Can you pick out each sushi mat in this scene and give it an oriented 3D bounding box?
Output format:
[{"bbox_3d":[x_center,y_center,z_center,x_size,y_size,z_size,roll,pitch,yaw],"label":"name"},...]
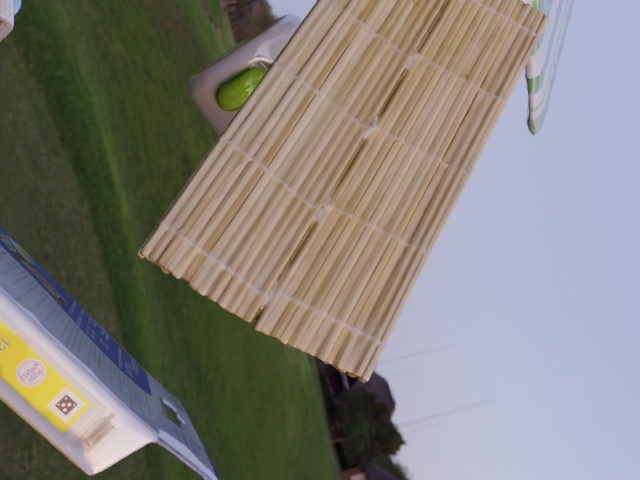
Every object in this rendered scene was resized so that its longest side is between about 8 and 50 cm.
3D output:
[{"bbox_3d":[0.032,-0.077,0.456,0.316,0.151,0.019,-59,-177,-23],"label":"sushi mat"}]

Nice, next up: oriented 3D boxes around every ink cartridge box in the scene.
[{"bbox_3d":[-0.237,0.104,0.638,0.307,0.072,0.303,50,-13,-11],"label":"ink cartridge box"}]

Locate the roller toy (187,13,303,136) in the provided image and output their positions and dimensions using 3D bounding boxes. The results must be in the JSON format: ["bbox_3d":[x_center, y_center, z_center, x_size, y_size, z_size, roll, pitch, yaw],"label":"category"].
[{"bbox_3d":[-0.075,-0.216,0.994,0.191,0.209,0.146,-1,-53,57],"label":"roller toy"}]

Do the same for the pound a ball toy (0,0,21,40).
[{"bbox_3d":[-0.486,-0.417,0.935,0.208,0.135,0.319,-13,-104,44],"label":"pound a ball toy"}]

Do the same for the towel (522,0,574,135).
[{"bbox_3d":[0.236,-0.283,0.717,0.325,0.038,0.248,36,68,-67],"label":"towel"}]
